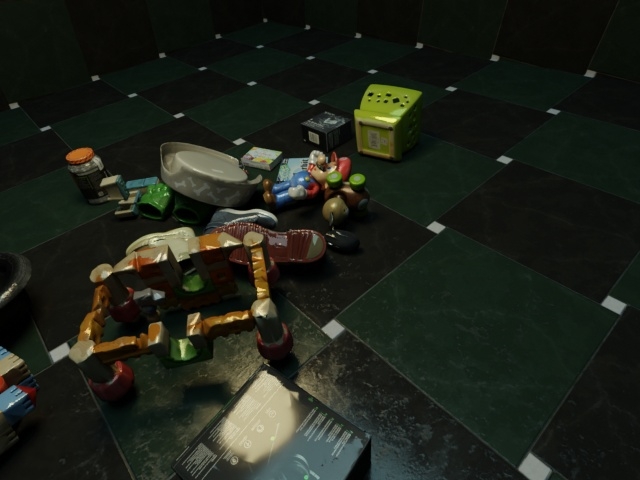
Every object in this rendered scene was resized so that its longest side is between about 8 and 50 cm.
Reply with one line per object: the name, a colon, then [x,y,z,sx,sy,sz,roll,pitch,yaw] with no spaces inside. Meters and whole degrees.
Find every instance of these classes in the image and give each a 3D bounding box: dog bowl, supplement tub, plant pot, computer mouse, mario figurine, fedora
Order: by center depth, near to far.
fedora: [-0.924,0.180,1.072,0.334,0.153,0.334,-3,42,3]
computer mouse: [0.000,0.000,1.227,0.242,0.071,0.041,5,52,14]
mario figurine: [-0.049,-0.227,1.387,0.320,0.170,0.198,-20,75,2]
dog bowl: [-0.382,-0.226,1.391,0.348,0.102,0.349,19,20,-8]
supplement tub: [-0.858,-0.241,1.505,0.117,0.190,0.117,-3,42,3]
plant pot: [0.257,-0.454,1.591,0.227,0.228,0.207,19,55,25]

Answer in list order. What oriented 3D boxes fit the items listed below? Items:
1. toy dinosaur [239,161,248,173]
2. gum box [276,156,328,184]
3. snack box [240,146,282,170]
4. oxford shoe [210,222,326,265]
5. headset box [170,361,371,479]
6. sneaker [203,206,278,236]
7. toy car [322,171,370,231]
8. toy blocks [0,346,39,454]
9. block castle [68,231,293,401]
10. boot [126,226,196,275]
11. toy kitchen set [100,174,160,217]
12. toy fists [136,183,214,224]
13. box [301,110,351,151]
toy dinosaur: [-0.345,-0.283,1.605,0.082,0.047,0.090,-33,56,-2]
gum box: [-0.064,-0.262,1.544,0.184,0.041,0.157,-1,42,6]
snack box: [-0.240,-0.336,1.651,0.141,0.037,0.100,15,45,22]
oxford shoe: [-0.153,0.026,1.185,0.348,0.130,0.123,7,79,7]
headset box: [-0.071,0.410,0.728,0.283,0.131,0.246,23,49,28]
sneaker: [-0.259,-0.027,1.269,0.226,0.086,0.163,4,40,14]
toy car: [0.067,-0.096,1.271,0.148,0.155,0.188,9,53,17]
toy blocks: [-0.764,0.350,0.871,0.381,0.191,0.261,16,35,24]
block castle: [-0.312,0.176,0.967,0.453,0.213,0.303,-13,46,-5]
boot: [-0.473,0.049,1.223,0.213,0.077,0.165,-19,45,-18]
toy kitchen set: [-0.680,-0.202,1.457,0.122,0.166,0.207,-9,42,-3]
toy fists: [-0.506,-0.144,1.427,0.279,0.096,0.142,6,41,16]
box: [0.027,-0.472,1.730,0.156,0.093,0.158,31,52,34]
